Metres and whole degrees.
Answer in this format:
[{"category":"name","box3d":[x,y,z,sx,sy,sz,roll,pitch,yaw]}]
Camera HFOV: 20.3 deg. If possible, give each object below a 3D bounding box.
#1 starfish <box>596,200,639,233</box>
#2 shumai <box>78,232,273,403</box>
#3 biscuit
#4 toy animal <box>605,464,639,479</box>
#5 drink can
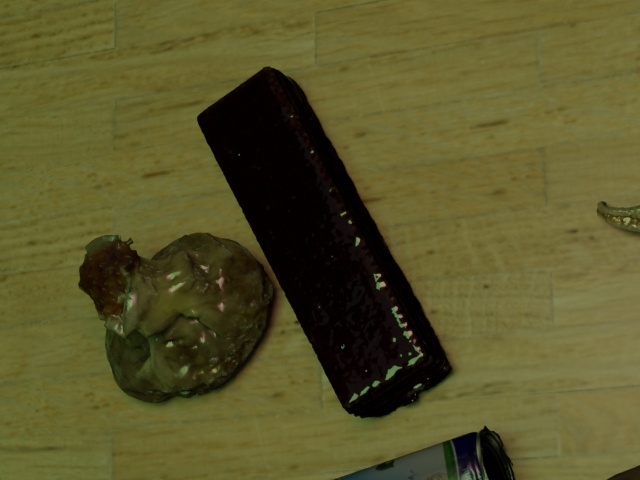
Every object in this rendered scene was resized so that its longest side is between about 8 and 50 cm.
[{"category":"starfish","box3d":[0.386,-0.065,1.696,0.247,0.050,0.138,6,78,22]},{"category":"shumai","box3d":[-0.165,0.073,1.862,0.209,0.153,0.161,-28,61,19]},{"category":"biscuit","box3d":[0.000,0.000,1.843,0.107,0.073,0.388,-34,67,15]},{"category":"toy animal","box3d":[0.333,0.205,1.632,0.214,0.094,0.186,-30,59,24]},{"category":"drink can","box3d":[0.071,0.261,1.737,0.235,0.097,0.097,-21,70,20]}]
